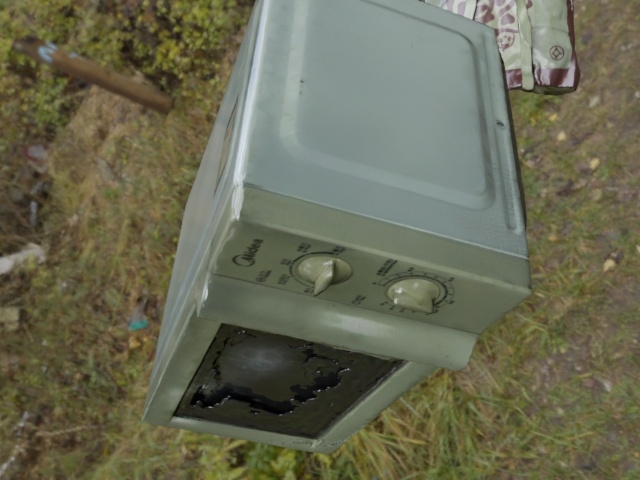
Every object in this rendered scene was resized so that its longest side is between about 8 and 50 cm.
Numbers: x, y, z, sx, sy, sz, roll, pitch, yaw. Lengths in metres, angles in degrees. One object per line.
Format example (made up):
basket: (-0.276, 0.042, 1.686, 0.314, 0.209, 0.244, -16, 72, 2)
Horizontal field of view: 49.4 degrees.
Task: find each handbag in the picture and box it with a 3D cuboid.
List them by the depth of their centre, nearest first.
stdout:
handbag: (0.222, -0.287, 0.888, 0.213, 0.127, 0.235, -3, 71, 24)

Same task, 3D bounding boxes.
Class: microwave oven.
microwave oven: (0.000, 0.000, 0.598, 0.355, 0.218, 0.286, 123, 158, -51)
